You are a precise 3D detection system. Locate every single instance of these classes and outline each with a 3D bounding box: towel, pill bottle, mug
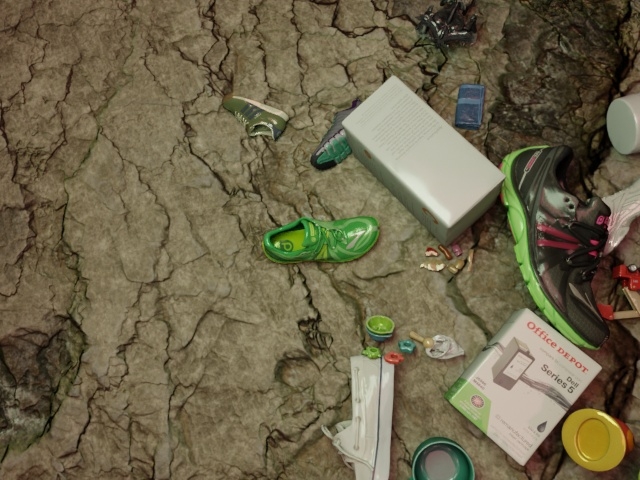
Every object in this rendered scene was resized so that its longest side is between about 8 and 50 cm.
[{"bbox_3d":[0.385,-0.347,1.364,0.067,0.029,0.119,8,80,10],"label":"towel"},{"bbox_3d":[0.841,-0.297,1.229,0.283,0.160,0.160,-12,77,4],"label":"pill bottle"},{"bbox_3d":[0.253,0.502,1.166,0.158,0.097,0.129,0,79,8],"label":"mug"}]

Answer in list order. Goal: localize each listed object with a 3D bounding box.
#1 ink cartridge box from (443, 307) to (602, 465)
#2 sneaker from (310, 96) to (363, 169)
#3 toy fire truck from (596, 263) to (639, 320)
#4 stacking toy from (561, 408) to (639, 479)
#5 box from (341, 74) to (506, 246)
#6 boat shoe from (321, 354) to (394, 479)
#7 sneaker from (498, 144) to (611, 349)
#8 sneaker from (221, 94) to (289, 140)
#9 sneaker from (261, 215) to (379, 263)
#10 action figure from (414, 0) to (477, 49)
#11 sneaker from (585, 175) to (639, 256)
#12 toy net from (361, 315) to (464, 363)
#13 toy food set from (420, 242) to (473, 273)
[{"bbox_3d":[0.441,0.315,1.172,0.198,0.115,0.273,40,85,13],"label":"ink cartridge box"},{"bbox_3d":[0.048,-0.279,1.380,0.224,0.083,0.098,-40,56,-7],"label":"sneaker"},{"bbox_3d":[0.723,0.125,1.213,0.192,0.047,0.135,8,80,8],"label":"toy fire truck"},{"bbox_3d":[0.633,0.520,1.065,0.279,0.130,0.309,9,84,42],"label":"stacking toy"},{"bbox_3d":[0.236,-0.178,1.240,0.168,0.215,0.345,-42,74,0],"label":"box"},{"bbox_3d":[0.080,0.437,1.183,0.156,0.136,0.367,3,76,8],"label":"boat shoe"},{"bbox_3d":[0.545,0.002,1.170,0.202,0.185,0.483,-21,76,32],"label":"sneaker"},{"bbox_3d":[-0.186,-0.324,1.412,0.192,0.064,0.086,18,76,7],"label":"sneaker"},{"bbox_3d":[0.000,0.000,1.291,0.295,0.123,0.109,-11,77,4],"label":"sneaker"},{"bbox_3d":[0.337,-0.568,1.364,0.164,0.141,0.275,23,66,9],"label":"action figure"},{"bbox_3d":[0.693,-0.081,1.241,0.115,0.090,0.232,38,84,16],"label":"sneaker"},{"bbox_3d":[0.216,0.236,1.219,0.232,0.122,0.045,7,117,8],"label":"toy net"},{"bbox_3d":[0.310,0.042,1.298,0.122,0.019,0.078,9,79,17],"label":"toy food set"}]
